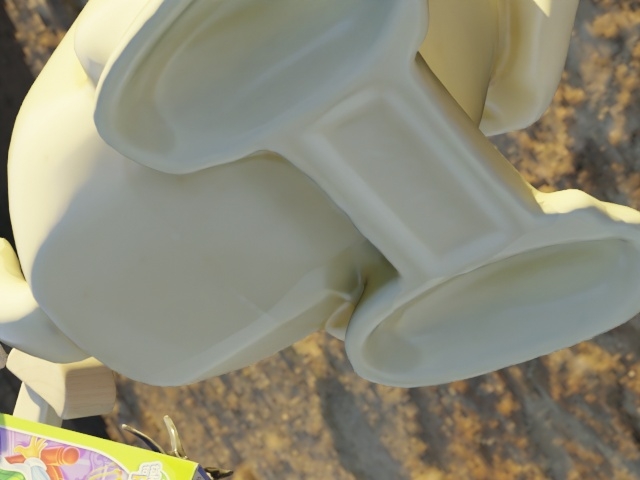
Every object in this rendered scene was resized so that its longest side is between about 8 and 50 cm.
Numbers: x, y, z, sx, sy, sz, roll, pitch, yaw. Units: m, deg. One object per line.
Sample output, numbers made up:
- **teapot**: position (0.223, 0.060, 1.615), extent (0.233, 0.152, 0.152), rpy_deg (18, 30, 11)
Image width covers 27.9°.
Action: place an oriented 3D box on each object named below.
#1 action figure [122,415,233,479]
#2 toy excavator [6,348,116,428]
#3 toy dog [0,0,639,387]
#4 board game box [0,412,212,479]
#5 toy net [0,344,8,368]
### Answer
- **action figure**: position (-0.100, 0.290, 1.135), extent (0.141, 0.164, 0.276), rpy_deg (-14, 84, 38)
- **toy excavator**: position (-0.337, 0.401, 1.578), extent (0.433, 0.222, 0.445), rpy_deg (-49, 62, 30)
- **toy dog**: position (-0.013, -0.121, 0.752), extent (0.284, 0.395, 0.408), rpy_deg (35, -144, -28)
- **board game box**: position (-0.243, 0.311, 0.959), extent (0.233, 0.347, 0.078), rpy_deg (10, 152, 19)
- **toy net**: position (-0.356, 0.036, 1.054), extent (0.232, 0.045, 0.122), rpy_deg (40, -145, -28)
